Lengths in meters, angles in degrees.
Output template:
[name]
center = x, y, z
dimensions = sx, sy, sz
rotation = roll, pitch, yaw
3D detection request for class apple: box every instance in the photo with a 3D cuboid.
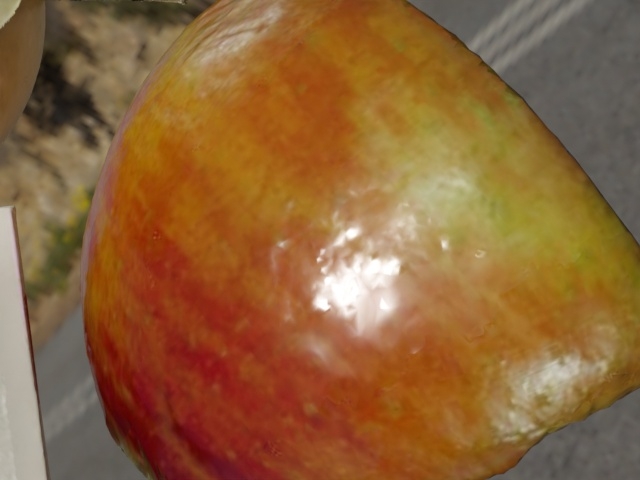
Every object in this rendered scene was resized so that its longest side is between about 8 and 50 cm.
[apple]
center = 0.000, 0.000, 0.882
dimensions = 0.346, 0.179, 0.254
rotation = 30, 111, 53

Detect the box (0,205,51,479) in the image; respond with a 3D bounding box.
[box]
center = -0.203, 0.138, 1.062
dimensions = 0.353, 0.069, 0.214
rotation = 130, 132, -66

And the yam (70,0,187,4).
[yam]
center = -0.116, -0.145, 1.015
dimensions = 0.145, 0.032, 0.032
rotation = 8, 66, 45

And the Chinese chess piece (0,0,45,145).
[Chinese chess piece]
center = -0.274, -0.121, 0.942
dimensions = 0.273, 0.273, 0.102
rotation = -77, 4, -49
